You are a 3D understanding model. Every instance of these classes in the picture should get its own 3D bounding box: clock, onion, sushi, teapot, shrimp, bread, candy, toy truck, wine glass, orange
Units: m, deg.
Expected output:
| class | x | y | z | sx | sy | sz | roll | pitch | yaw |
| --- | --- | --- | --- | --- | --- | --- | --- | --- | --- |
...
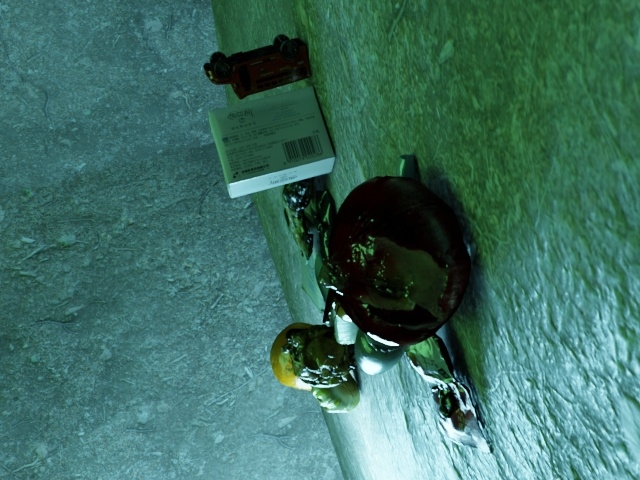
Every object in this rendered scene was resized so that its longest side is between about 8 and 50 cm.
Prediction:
| class | x | y | z | sx | sy | sz | roll | pitch | yaw |
| --- | --- | --- | --- | --- | --- | --- | --- | --- | --- |
| clock | -0.102 | -0.094 | 2.509 | 0.244 | 0.056 | 0.244 | 164 | 90 | -81 |
| onion | 0.091 | 0.040 | 1.040 | 0.272 | 0.195 | 0.272 | 32 | 132 | 45 |
| sushi | 0.000 | 0.337 | 2.036 | 0.213 | 0.200 | 0.204 | 61 | -164 | 4 |
| teapot | 0.072 | 0.188 | 1.901 | 0.107 | 0.077 | 0.200 | -87 | -6 | -45 |
| shrimp | -0.052 | -0.071 | 1.937 | 0.365 | 0.071 | 0.233 | 114 | 140 | -73 |
| bread | 0.038 | 0.479 | 2.226 | 0.213 | 0.104 | 0.213 | 42 | -158 | -21 |
| candy | 0.031 | 0.134 | 2.040 | 0.174 | 0.071 | 0.138 | -114 | 10 | -45 |
| toy truck | -0.157 | -0.426 | 1.690 | 0.107 | 0.252 | 0.114 | -121 | 14 | -59 |
| wine glass | 0.130 | 0.221 | 1.475 | 0.204 | 0.111 | 0.111 | 95 | 158 | -63 |
| orange | -0.051 | 0.415 | 2.428 | 0.261 | 0.261 | 0.261 | 165 | 90 | -81 |

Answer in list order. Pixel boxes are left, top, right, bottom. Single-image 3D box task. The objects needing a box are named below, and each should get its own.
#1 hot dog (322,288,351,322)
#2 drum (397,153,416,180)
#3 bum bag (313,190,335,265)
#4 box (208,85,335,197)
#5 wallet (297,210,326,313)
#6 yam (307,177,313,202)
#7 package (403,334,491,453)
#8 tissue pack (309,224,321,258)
| class | x | y | z | sx | sy | sz | roll | pitch | yaw |
| --- | --- | --- | --- | --- | --- | --- | --- | --- | --- |
| hot dog | 0.091 | 0.096 | 1.454 | 0.326 | 0.107 | 0.194 | 120 | 163 | -76 |
| drum | 0.154 | -0.009 | 1.148 | 0.130 | 0.049 | 0.253 | 54 | 151 | 41 |
| bum bag | 0.019 | -0.016 | 1.908 | 0.123 | 0.060 | 0.248 | -129 | 27 | -76 |
| box | -0.124 | -0.246 | 1.711 | 0.116 | 0.274 | 0.203 | 101 | 152 | -74 |
| wallet | -0.022 | 0.062 | 2.229 | 0.223 | 0.077 | 0.310 | -125 | 23 | -59 |
| yam | -0.053 | -0.183 | 2.042 | 0.071 | 0.067 | 0.317 | 36 | 161 | 10 |
| package | 0.210 | 0.236 | 1.204 | 0.269 | 0.071 | 0.194 | 62 | 174 | -4 |
| tissue pack | 0.000 | 0.000 | 2.059 | 0.023 | 0.056 | 0.108 | -128 | 23 | -54 |
